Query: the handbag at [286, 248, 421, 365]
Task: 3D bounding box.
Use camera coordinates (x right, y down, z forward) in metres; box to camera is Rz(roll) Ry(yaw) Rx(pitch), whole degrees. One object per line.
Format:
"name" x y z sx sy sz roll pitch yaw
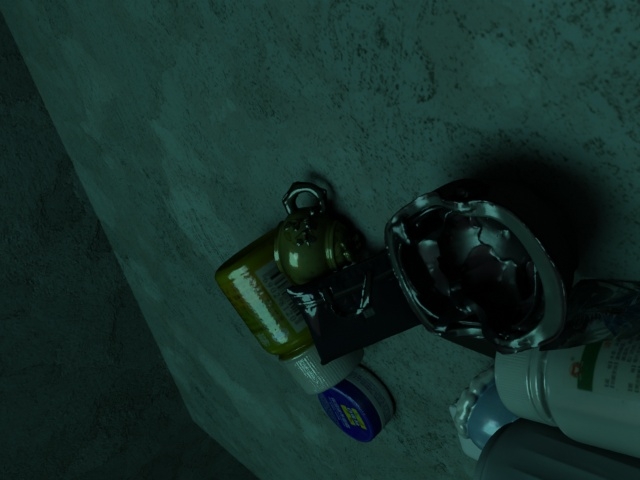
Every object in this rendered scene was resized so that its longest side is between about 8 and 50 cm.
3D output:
"handbag" 0.077 0.139 1.491 0.089 0.254 0.211 -103 -11 -65

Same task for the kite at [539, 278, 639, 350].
"kite" 0.461 0.090 0.972 0.309 0.169 0.015 -11 116 44

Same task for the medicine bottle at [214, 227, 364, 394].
"medicine bottle" -0.071 0.176 1.736 0.384 0.224 0.224 55 152 -8

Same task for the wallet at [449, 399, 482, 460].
"wallet" 0.358 0.451 1.637 0.095 0.033 0.190 13 135 47

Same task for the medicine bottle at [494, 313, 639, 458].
"medicine bottle" 0.445 0.208 1.039 0.339 0.208 0.208 1 125 55

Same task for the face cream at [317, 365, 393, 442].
"face cream" 0.099 0.440 1.916 0.206 0.111 0.206 34 147 26

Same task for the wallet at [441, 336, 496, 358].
"wallet" 0.278 0.148 1.385 0.245 0.052 0.169 17 137 53

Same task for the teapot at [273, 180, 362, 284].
"teapot" 0.000 0.000 1.521 0.182 0.173 0.270 0 111 17

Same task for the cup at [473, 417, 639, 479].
"cup" 0.455 0.400 1.128 0.326 0.323 0.237 7 137 53

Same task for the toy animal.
"toy animal" 0.376 0.360 1.378 0.204 0.156 0.208 33 151 37

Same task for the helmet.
"helmet" 0.271 0.019 1.084 0.338 0.197 0.271 -8 110 52
